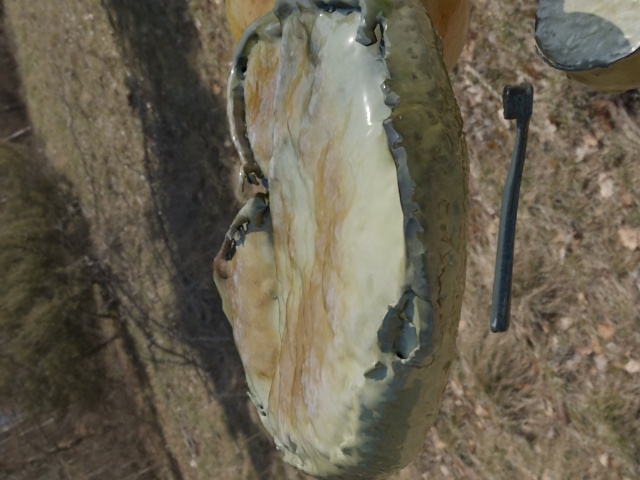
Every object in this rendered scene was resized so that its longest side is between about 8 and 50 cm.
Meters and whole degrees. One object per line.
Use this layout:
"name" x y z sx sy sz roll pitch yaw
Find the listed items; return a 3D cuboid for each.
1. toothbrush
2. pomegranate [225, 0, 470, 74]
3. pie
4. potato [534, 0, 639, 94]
"toothbrush" 0.212 -0.029 0.837 0.030 0.030 0.298 -109 18 -70
"pomegranate" 0.049 -0.324 0.950 0.343 0.342 0.342 59 172 14
"pie" 0.000 0.000 0.455 0.337 0.075 0.338 176 90 -67
"potato" 0.512 -0.340 0.990 0.296 0.397 0.289 26 166 -35
